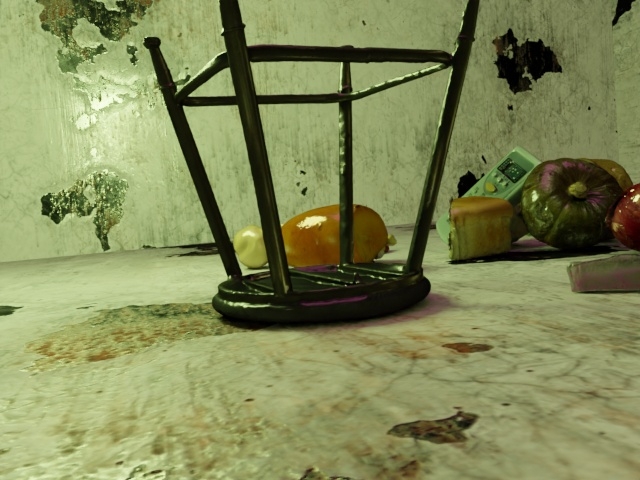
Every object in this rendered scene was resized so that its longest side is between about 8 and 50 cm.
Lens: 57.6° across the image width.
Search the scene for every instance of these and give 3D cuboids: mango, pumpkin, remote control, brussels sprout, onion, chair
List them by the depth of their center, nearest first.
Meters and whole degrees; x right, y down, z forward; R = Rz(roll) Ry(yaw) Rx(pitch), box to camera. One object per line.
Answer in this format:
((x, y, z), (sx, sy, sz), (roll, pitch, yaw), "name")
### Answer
((-0.010, -0.112, 0.807), (0.361, 0.410, 0.364), (-7, 5, -26), "chair")
((0.626, -0.033, 1.066), (0.183, 0.147, 0.184), (3, -39, 2), "onion")
((0.000, 0.000, 1.211), (0.257, 0.138, 0.187), (-9, 6, 34), "mango")
((0.538, -0.085, 1.260), (0.218, 0.219, 0.162), (-5, -27, 2), "pumpkin")
((0.412, -0.100, 1.433), (0.296, 0.056, 0.140), (-44, 28, 14), "remote control")
((0.465, -0.054, 1.517), (0.131, 0.145, 0.183), (22, 32, -22), "brussels sprout")

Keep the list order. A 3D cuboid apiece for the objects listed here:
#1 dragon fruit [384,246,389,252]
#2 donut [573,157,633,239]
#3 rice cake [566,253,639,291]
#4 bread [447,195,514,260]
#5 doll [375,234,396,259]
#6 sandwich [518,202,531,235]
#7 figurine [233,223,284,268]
((0.122, 0.000, 1.577), (0.162, 0.083, 0.106), (-3, 5, -19), "dragon fruit")
((0.672, -0.101, 1.444), (0.128, 0.209, 0.261), (-4, 8, 2), "donut")
((0.421, 0.042, 0.731), (0.206, 0.047, 0.036), (-1, -11, 23), "rice cake")
((0.316, -0.027, 1.313), (0.169, 0.140, 0.160), (-7, 10, -24), "bread")
((0.066, 0.011, 1.397), (0.117, 0.086, 0.291), (-2, -1, -35), "doll")
((0.649, -0.113, 1.772), (0.109, 0.185, 0.160), (-12, 10, 15), "sandwich")
((-0.120, -0.001, 1.452), (0.195, 0.108, 0.114), (-21, 17, -25), "figurine")
